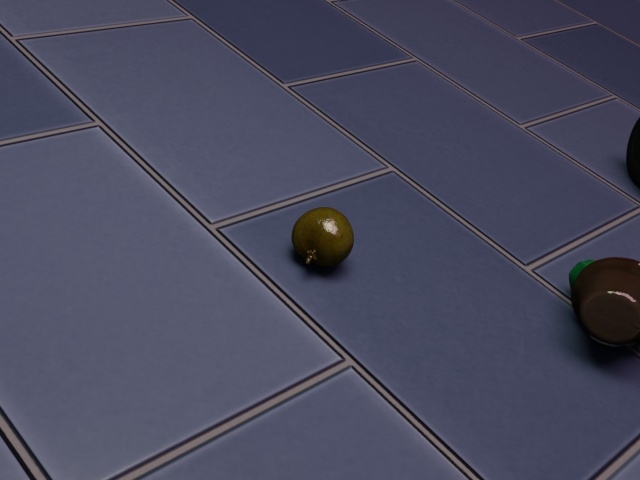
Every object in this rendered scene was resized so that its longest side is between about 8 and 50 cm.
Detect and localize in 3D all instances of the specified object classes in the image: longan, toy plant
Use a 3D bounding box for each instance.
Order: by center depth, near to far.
[{"bbox_3d":[0.000,0.000,0.989,0.075,0.075,0.083,27,47,14],"label":"longan"},{"bbox_3d":[0.367,0.069,1.026,0.142,0.105,0.200,18,15,25],"label":"toy plant"}]

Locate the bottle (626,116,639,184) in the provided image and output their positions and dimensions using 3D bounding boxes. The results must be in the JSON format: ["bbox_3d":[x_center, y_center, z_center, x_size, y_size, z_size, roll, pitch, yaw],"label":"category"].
[{"bbox_3d":[0.645,-0.129,1.368,0.271,0.143,0.156,8,-2,-8],"label":"bottle"}]
